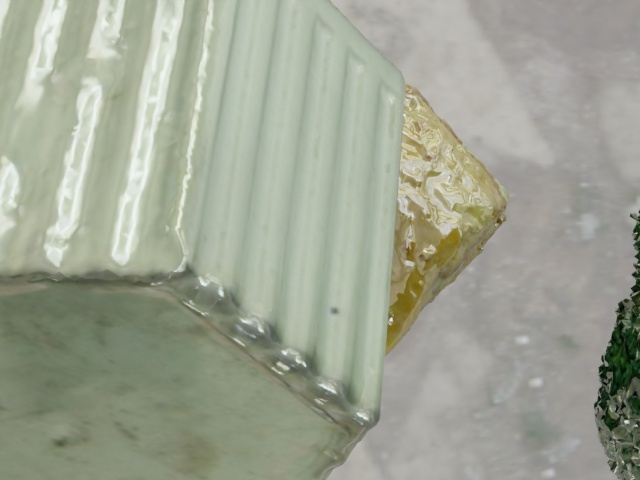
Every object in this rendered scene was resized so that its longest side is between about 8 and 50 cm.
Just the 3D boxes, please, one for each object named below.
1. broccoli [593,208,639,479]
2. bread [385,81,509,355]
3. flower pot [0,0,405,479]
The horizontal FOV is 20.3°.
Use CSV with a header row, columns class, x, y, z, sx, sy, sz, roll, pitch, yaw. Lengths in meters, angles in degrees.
class,x,y,z,sx,sy,sz,roll,pitch,yaw
broccoli,0.267,0.056,0.828,0.297,0.297,0.298,6,112,16
bread,0.000,0.000,0.932,0.196,0.102,0.138,-44,99,-13
flower pot,-0.088,0.000,0.728,0.239,0.209,0.190,2,53,7
